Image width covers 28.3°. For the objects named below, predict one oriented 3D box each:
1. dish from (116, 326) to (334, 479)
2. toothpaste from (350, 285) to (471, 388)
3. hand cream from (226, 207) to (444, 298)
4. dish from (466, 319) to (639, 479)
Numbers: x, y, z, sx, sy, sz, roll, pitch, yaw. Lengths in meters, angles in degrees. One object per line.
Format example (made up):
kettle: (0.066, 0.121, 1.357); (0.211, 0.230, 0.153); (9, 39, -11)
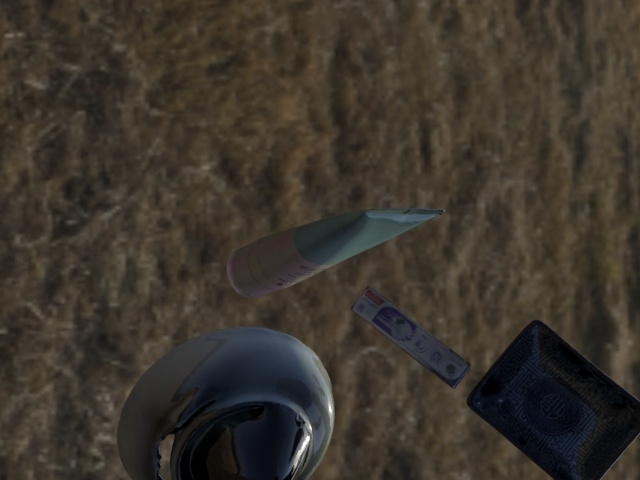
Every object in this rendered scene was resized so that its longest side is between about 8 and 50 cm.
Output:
dish: (-0.047, 0.131, 0.770); (0.078, 0.141, 0.141); (56, -10, 54)
toothpaste: (0.136, 0.146, 1.907); (0.047, 0.196, 0.040); (-52, 171, -2)
hand cream: (0.000, 0.000, 1.501); (0.111, 0.312, 0.070); (2, 73, -40)
dish: (0.376, 0.266, 2.029); (0.182, 0.243, 0.080); (-50, 173, 0)
